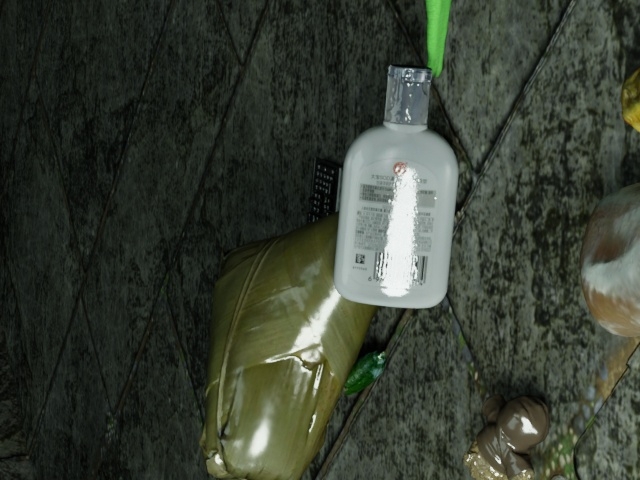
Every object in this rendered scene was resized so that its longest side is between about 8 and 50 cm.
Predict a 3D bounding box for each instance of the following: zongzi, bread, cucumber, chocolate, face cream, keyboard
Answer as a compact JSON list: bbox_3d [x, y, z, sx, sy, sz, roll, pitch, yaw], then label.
[{"bbox_3d":[-0.013,0.165,2.055,0.418,0.181,0.447,-30,46,46],"label":"zongzi"},{"bbox_3d":[0.326,-0.142,1.530,0.066,0.060,0.110,55,147,6],"label":"bread"},{"bbox_3d":[0.058,0.176,2.147,0.155,0.037,0.037,136,130,-57],"label":"cucumber"},{"bbox_3d":[0.320,0.018,1.515,0.254,0.080,0.157,178,92,-66],"label":"chocolate"},{"bbox_3d":[0.094,-0.066,1.950,0.071,0.144,0.291,-74,-13,-79],"label":"face cream"},{"bbox_3d":[0.000,0.000,2.289,0.093,0.025,0.230,25,112,60],"label":"keyboard"}]

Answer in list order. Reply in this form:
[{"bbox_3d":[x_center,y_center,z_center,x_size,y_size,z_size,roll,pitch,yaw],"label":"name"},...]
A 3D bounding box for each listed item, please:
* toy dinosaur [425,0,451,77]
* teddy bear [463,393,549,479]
[{"bbox_3d":[0.086,-0.482,1.912,0.500,0.144,0.374,92,168,-48],"label":"toy dinosaur"},{"bbox_3d":[0.198,0.235,1.789,0.119,0.078,0.160,-112,31,-46],"label":"teddy bear"}]
